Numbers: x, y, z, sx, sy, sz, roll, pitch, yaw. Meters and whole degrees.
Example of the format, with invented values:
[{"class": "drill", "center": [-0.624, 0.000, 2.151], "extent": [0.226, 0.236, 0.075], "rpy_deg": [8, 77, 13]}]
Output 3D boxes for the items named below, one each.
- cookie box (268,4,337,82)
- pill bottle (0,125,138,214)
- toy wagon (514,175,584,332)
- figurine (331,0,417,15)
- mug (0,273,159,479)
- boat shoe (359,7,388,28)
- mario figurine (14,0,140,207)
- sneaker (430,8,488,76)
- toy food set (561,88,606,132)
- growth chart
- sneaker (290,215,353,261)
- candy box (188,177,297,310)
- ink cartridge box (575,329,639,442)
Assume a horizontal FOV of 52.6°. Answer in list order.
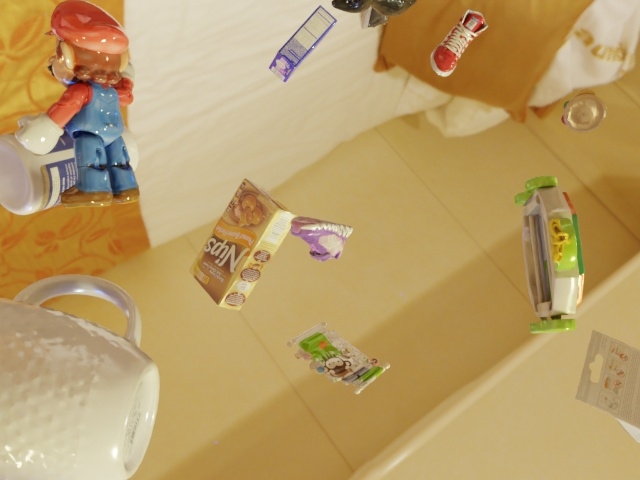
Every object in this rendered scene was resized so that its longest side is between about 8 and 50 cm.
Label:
[{"class": "cookie box", "center": [-0.030, -0.318, 1.051], "extent": [0.107, 0.040, 0.092], "rpy_deg": [-50, -170, -10]}, {"class": "pill bottle", "center": [-0.501, -0.155, 1.280], "extent": [0.265, 0.153, 0.153], "rpy_deg": [-30, 163, -53]}, {"class": "toy wagon", "center": [0.401, 0.025, 1.128], "extent": [0.068, 0.267, 0.344], "rpy_deg": [-5, 171, 7]}, {"class": "figurine", "center": [0.152, -0.454, 1.142], "extent": [0.215, 0.092, 0.209], "rpy_deg": [-5, -161, 36]}, {"class": "mug", "center": [-0.410, 0.199, 0.971], "extent": [0.374, 0.328, 0.276], "rpy_deg": [-79, 178, -46]}, {"class": "boat shoe", "center": [0.151, -0.589, 1.554], "extent": [0.079, 0.084, 0.233], "rpy_deg": [-2, 168, -8]}, {"class": "mario figurine", "center": [-0.380, -0.215, 1.031], "extent": [0.170, 0.320, 0.198], "rpy_deg": [-5, -174, -10]}, {"class": "sneaker", "center": [0.206, -0.296, 0.959], "extent": [0.118, 0.042, 0.067], "rpy_deg": [-59, -170, -33]}, {"class": "toy food set", "center": [0.530, -0.257, 1.305], "extent": [0.082, 0.083, 0.020], "rpy_deg": [-45, -169, 29]}, {"class": "growth chart", "center": [0.043, 0.302, 1.678], "extent": [0.172, 0.237, 0.021], "rpy_deg": [-34, 151, -49]}, {"class": "sneaker", "center": [0.000, 0.000, 1.604], "extent": [0.236, 0.095, 0.104], "rpy_deg": [9, 97, -62]}, {"class": "candy box", "center": [-0.218, 0.011, 1.789], "extent": [0.087, 0.183, 0.316], "rpy_deg": [23, 103, -48]}, {"class": "ink cartridge box", "center": [0.624, 0.302, 1.285], "extent": [0.181, 0.225, 0.056], "rpy_deg": [-57, 164, -36]}]
